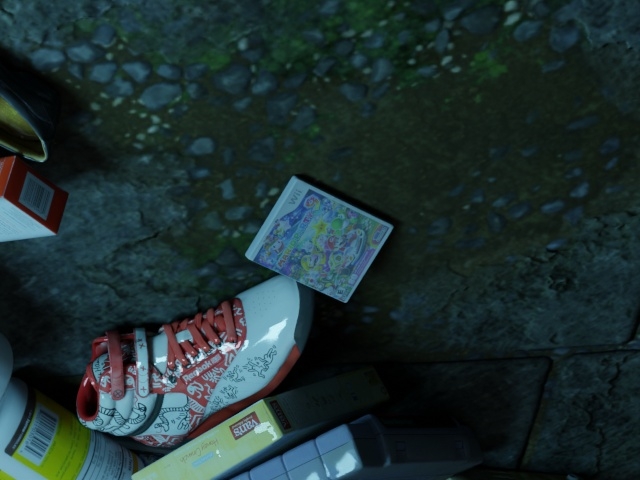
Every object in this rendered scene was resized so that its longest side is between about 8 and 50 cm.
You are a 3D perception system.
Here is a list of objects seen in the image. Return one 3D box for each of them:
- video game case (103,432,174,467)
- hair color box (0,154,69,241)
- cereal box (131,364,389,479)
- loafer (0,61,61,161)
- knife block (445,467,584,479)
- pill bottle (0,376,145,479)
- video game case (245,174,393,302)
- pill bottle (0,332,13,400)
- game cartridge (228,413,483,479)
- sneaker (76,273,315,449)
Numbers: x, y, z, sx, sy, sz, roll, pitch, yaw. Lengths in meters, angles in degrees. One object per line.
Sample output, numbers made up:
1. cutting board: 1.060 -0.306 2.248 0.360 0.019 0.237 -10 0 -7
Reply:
1. video game case: -0.199 0.290 2.077 0.190 0.022 0.173 12 105 -24
2. hair color box: -0.291 -0.031 1.677 0.141 0.043 0.072 -7 149 36
3. cereal box: -0.054 0.193 1.942 0.173 0.047 0.240 -32 169 25
4. loafer: -0.281 -0.119 1.600 0.170 0.061 0.062 23 131 -33
5. knife block: 0.172 0.375 2.177 0.276 0.088 0.242 7 108 -25
6. pill bottle: -0.256 0.234 1.956 0.215 0.117 0.117 38 122 -26
7. video game case: 0.000 0.000 1.812 0.122 0.011 0.087 25 101 -35
8. pill bottle: -0.401 0.071 1.733 0.152 0.152 0.272 -29 136 22
9. game cartridge: 0.011 0.244 1.993 0.230 0.068 0.355 -32 164 17
10. sneaker: -0.128 0.111 1.887 0.145 0.090 0.270 16 137 -31
